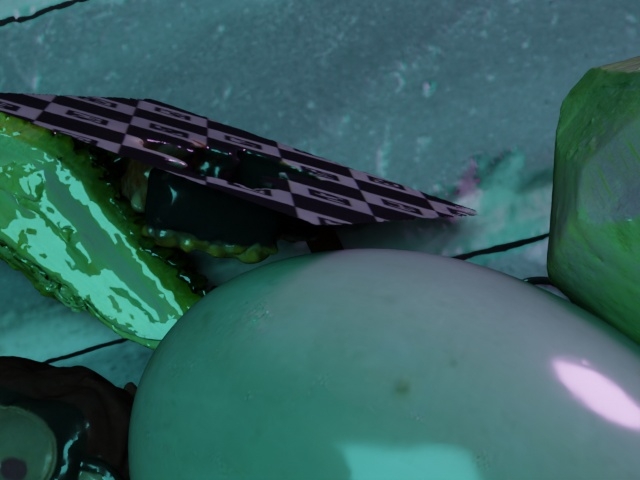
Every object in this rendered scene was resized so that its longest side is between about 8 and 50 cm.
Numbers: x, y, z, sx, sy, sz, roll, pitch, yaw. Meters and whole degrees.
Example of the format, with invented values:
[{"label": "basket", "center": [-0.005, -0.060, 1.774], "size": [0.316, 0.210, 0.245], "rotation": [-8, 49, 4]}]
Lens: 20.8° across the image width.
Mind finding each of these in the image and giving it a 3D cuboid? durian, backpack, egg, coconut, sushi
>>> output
[{"label": "durian", "center": [-0.181, -0.034, 1.189], "size": [0.375, 0.106, 0.132], "rotation": [39, 88, 22]}, {"label": "backpack", "center": [-0.180, 0.183, 1.088], "size": [0.229, 0.139, 0.229], "rotation": [1, 92, 37]}, {"label": "egg", "center": [0.074, 0.155, 0.961], "size": [0.388, 0.276, 0.276], "rotation": [26, 81, 15]}, {"label": "coconut", "center": [0.235, -0.021, 1.016], "size": [0.235, 0.205, 0.236], "rotation": [-1, 66, 2]}, {"label": "sushi", "center": [-0.062, -0.030, 1.077], "size": [0.264, 0.290, 0.050], "rotation": [20, 100, 19]}]

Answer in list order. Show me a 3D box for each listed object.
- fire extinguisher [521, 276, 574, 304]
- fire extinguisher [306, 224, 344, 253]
[{"label": "fire extinguisher", "center": [0.107, 0.061, 1.115], "size": [0.157, 0.045, 0.078], "rotation": [-17, 47, 11]}, {"label": "fire extinguisher", "center": [0.000, 0.000, 1.171], "size": [0.022, 0.028, 0.083], "rotation": [-42, 63, 33]}]
